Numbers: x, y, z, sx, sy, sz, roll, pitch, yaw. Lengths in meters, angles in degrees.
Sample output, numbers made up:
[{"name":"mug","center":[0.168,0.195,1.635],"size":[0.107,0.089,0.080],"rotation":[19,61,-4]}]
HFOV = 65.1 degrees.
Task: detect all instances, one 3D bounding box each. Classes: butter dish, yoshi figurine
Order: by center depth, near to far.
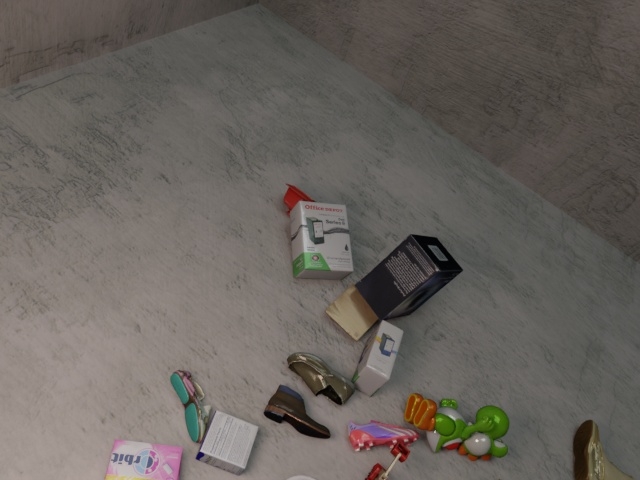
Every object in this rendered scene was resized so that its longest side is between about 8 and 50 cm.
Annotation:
[{"name":"yoshi figurine","center":[0.487,0.605,1.700],"size":[0.362,0.203,0.203],"rotation":[24,39,-10]},{"name":"butter dish","center":[-0.098,-0.152,2.121],"size":[0.160,0.118,0.160],"rotation":[37,5,9]}]

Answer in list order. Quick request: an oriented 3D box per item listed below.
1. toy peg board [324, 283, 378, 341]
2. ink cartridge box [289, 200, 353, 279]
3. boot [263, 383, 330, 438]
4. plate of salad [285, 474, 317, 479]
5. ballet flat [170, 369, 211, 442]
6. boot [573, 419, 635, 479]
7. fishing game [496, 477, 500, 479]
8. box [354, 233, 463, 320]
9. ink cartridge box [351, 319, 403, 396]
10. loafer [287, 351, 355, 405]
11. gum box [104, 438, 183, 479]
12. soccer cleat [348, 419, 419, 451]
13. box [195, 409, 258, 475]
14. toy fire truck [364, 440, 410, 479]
[{"name":"toy peg board","center":[0.120,0.281,1.889],"size":[0.161,0.079,0.161],"rotation":[43,62,12]},{"name":"ink cartridge box","center":[0.000,0.000,1.978],"size":[0.211,0.121,0.289],"rotation":[4,67,-23]},{"name":"boot","center":[-0.058,0.533,1.564],"size":[0.219,0.082,0.106],"rotation":[25,48,-2]},{"name":"plate of salad","center":[-0.045,0.761,1.397],"size":[0.200,0.048,0.199],"rotation":[22,38,-19]},{"name":"ballet flat","center":[-0.369,0.477,1.471],"size":[0.079,0.077,0.221],"rotation":[3,47,-50]},{"name":"boot","center":[1.054,0.822,1.856],"size":[0.204,0.095,0.262],"rotation":[29,47,0]},{"name":"fishing game","center":[0.594,0.906,1.595],"size":[0.189,0.041,0.264],"rotation":[37,45,3]},{"name":"box","center":[0.339,0.141,1.890],"size":[0.182,0.294,0.296],"rotation":[55,24,22]},{"name":"ink cartridge box","center":[0.198,0.409,1.746],"size":[0.093,0.154,0.212],"rotation":[30,46,2]},{"name":"loafer","center":[-0.003,0.457,1.647],"size":[0.251,0.094,0.087],"rotation":[30,41,0]},{"name":"gum box","center":[-0.459,0.598,1.319],"size":[0.189,0.062,0.107],"rotation":[14,47,-15]},{"name":"soccer cleat","center":[0.207,0.622,1.623],"size":[0.248,0.083,0.095],"rotation":[3,46,-21]},{"name":"box","center":[-0.265,0.576,1.429],"size":[0.137,0.072,0.126],"rotation":[25,46,-6]},{"name":"toy fire truck","center":[0.182,0.703,1.497],"size":[0.047,0.135,0.192],"rotation":[41,46,11]}]
